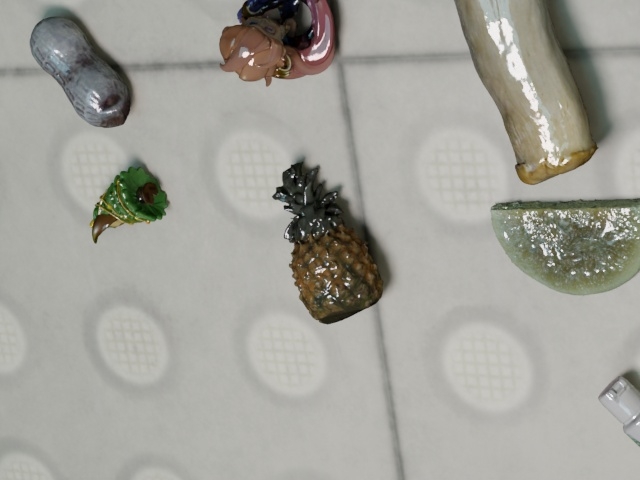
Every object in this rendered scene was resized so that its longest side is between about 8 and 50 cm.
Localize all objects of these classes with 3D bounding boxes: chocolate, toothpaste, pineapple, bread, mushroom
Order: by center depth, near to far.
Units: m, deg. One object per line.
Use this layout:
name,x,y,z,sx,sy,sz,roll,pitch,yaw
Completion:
mushroom,0.211,-0.227,1.782,0.122,0.095,0.351,3,116,48
bread,0.284,0.012,1.880,0.193,0.036,0.112,0,111,30
toothpaste,0.439,0.274,1.896,0.314,0.056,0.058,44,165,3
pineapple,0.000,0.000,2.008,0.108,0.108,0.198,-28,82,35
chocolate,-0.298,-0.208,2.099,0.167,0.072,0.072,49,125,3

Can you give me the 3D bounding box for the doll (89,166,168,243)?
doll,-0.260,-0.050,2.134,0.113,0.078,0.077,-11,130,25

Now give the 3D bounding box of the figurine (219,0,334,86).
figurine,-0.054,-0.224,1.916,0.126,0.157,0.114,24,142,14
